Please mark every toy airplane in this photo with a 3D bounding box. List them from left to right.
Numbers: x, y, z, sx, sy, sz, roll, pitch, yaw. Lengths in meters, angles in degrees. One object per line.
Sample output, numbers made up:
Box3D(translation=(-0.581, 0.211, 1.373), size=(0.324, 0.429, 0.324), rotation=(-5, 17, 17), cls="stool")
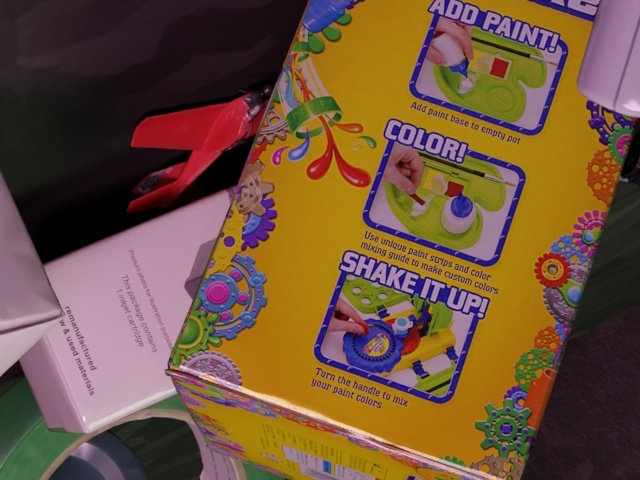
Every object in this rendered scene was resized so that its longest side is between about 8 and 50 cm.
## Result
Box3D(translation=(-0.078, -0.058, 1.055), size=(0.151, 0.028, 0.151), rotation=(-26, 168, -6), cls="toy airplane")

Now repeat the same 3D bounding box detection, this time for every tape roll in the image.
Box3D(translation=(-0.185, 0.253, 1.465), size=(0.321, 0.321, 0.077), rotation=(-19, -155, -30), cls="tape roll")

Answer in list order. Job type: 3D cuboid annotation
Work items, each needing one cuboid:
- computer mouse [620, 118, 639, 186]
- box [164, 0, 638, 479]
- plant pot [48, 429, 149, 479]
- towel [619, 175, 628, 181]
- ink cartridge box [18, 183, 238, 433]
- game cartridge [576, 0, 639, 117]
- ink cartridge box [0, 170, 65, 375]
Box3D(translation=(0.187, -0.067, 0.870), size=(0.242, 0.041, 0.071), rotation=(-52, 159, -76), cls="computer mouse")
Box3D(translation=(0.053, -0.003, 0.902), size=(0.290, 0.177, 0.279), rotation=(88, 21, -76), cls="box")
Box3D(translation=(-0.286, 0.321, 1.644), size=(0.271, 0.272, 0.255), rotation=(-18, 150, -33), cls="plant pot")
Box3D(translation=(0.240, -0.074, 1.150), size=(0.285, 0.034, 0.209), rotation=(9, -164, 15), cls="towel")
Box3D(translation=(-0.076, 0.032, 1.138), size=(0.272, 0.115, 0.198), rotation=(-23, 180, -18), cls="ink cartridge box")
Box3D(translation=(0.202, -0.160, 0.733), size=(0.294, 0.060, 0.196), rotation=(-16, 128, -63), cls="game cartridge")
Box3D(translation=(-0.234, 0.029, 0.849), size=(0.082, 0.140, 0.190), rotation=(-10, 159, -47), cls="ink cartridge box")
